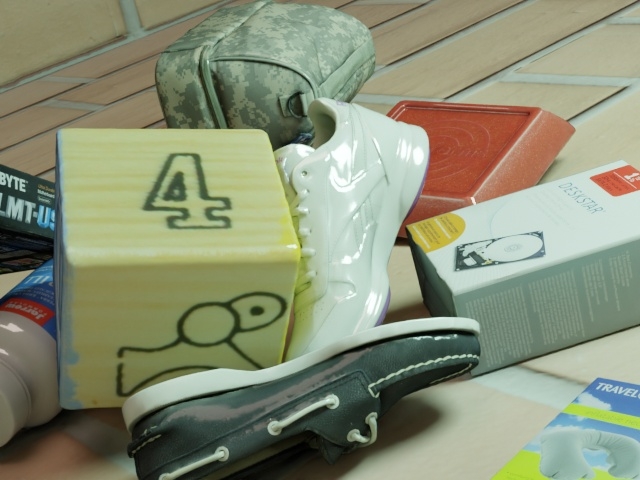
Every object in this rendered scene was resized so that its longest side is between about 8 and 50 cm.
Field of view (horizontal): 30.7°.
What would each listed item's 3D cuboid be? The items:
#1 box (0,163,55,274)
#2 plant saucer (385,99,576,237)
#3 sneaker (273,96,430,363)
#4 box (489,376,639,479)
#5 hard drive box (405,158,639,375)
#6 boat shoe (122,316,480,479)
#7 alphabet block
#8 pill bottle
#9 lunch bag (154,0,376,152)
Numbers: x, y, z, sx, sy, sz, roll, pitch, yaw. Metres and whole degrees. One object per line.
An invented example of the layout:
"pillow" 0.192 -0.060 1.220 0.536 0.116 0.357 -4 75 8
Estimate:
"box" -0.411 -0.011 1.234 0.293 0.073 0.295 -8 -11 20
"plant saucer" 0.140 -0.097 1.408 0.258 0.048 0.259 8 39 35
"sneaker" 0.000 0.000 1.107 0.114 0.152 0.305 -40 28 57
"box" 0.209 0.155 0.822 0.109 0.042 0.178 8 32 45
"hard drive box" 0.216 0.020 1.091 0.232 0.089 0.181 -17 22 -5
"boat shoe" -0.006 0.140 0.948 0.302 0.091 0.114 -17 -23 0
"alphabet block" -0.140 0.023 1.061 0.197 0.192 0.193 0 41 -15
"pill bottle" -0.284 0.109 1.164 0.124 0.124 0.221 -6 23 23
"lunch bag" -0.071 -0.239 1.762 0.256 0.213 0.305 -6 24 25
